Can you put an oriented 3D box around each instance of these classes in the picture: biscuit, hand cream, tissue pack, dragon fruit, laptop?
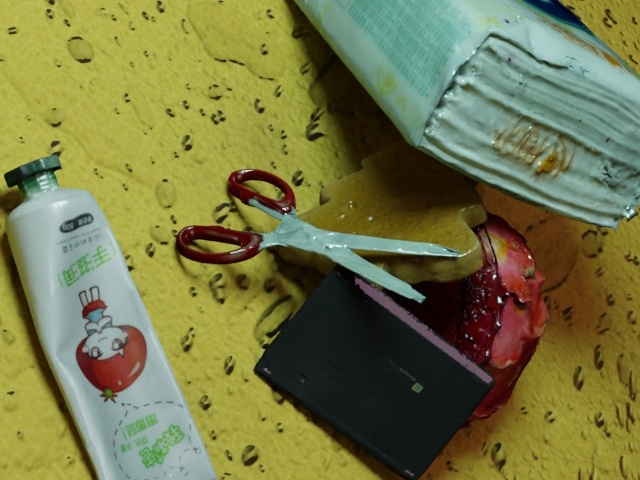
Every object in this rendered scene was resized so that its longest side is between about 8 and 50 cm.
[{"bbox_3d":[0.078,-0.028,1.647,0.239,0.212,0.041,-58,143,-43],"label":"biscuit"},{"bbox_3d":[-0.186,0.089,1.440,0.121,0.076,0.336,-21,88,-44],"label":"hand cream"},{"bbox_3d":[0.156,-0.194,1.713,0.287,0.162,0.388,20,22,-32],"label":"tissue pack"},{"bbox_3d":[0.155,0.066,1.700,0.189,0.163,0.262,39,38,-58],"label":"dragon fruit"},{"bbox_3d":[0.053,0.126,1.573,0.197,0.135,0.016,36,9,-13],"label":"laptop"}]

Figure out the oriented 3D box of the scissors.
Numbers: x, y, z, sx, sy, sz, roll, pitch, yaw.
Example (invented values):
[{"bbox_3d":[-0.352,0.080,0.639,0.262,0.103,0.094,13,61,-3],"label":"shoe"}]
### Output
[{"bbox_3d":[0.000,0.000,1.559,0.247,0.017,0.144,16,41,21],"label":"scissors"}]
